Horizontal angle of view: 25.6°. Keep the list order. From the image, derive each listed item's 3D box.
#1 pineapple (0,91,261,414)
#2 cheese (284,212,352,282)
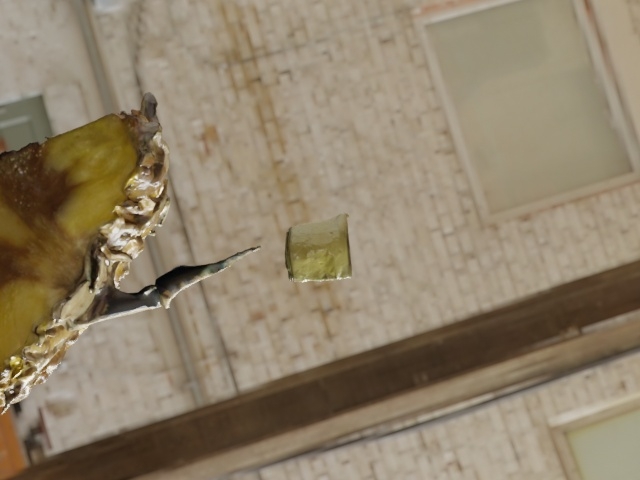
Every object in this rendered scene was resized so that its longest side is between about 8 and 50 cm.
[{"bbox_3d":[-0.196,0.034,0.952,0.158,0.334,0.161,63,7,19],"label":"pineapple"},{"bbox_3d":[0.000,-0.002,1.314,0.084,0.060,0.041,-82,161,-51],"label":"cheese"}]
